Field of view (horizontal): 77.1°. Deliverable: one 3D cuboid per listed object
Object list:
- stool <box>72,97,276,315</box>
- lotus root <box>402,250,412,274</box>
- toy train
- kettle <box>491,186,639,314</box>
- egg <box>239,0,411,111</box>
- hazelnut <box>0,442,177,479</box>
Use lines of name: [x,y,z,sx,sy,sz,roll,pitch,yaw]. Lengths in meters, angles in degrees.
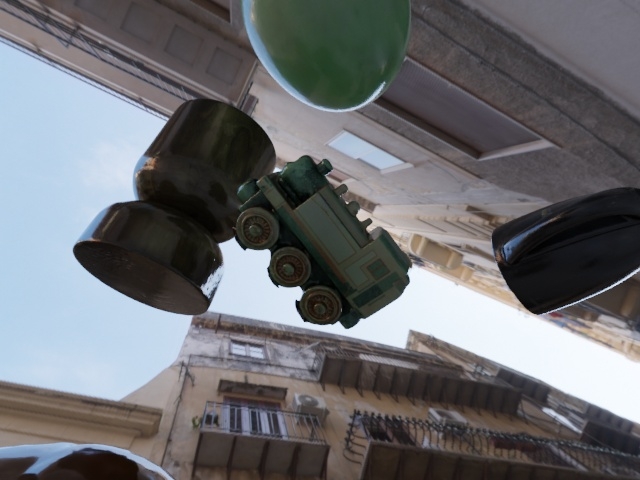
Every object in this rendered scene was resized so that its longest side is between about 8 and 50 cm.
stool: [-0.188,-0.051,0.575,0.179,0.179,0.264,28,-123,-13]
lotus root: [0.131,0.049,0.733,0.073,0.150,0.062,-25,-105,16]
toy train: [0.000,0.000,0.425,0.125,0.081,0.194,-36,-83,15]
kettle: [0.503,0.001,0.779,0.268,0.290,0.207,18,-127,-39]
egg: [0.008,-0.308,0.543,0.220,0.220,0.269,-23,-88,-9]
hazelnut: [-0.191,0.290,0.188,0.373,0.315,0.372,-4,-127,6]
